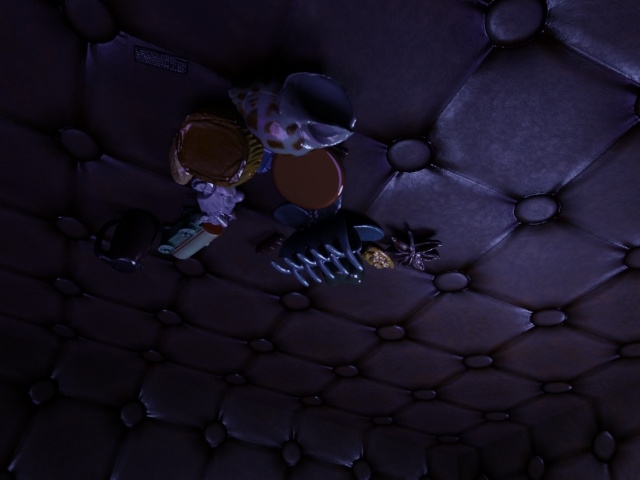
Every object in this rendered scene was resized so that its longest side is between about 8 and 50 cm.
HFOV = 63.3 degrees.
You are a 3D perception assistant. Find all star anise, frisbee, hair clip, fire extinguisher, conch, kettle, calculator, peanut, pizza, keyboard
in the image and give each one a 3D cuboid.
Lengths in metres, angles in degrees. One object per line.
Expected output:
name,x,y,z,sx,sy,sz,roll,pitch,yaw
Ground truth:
star anise,0.345,0.042,1.964,0.212,0.073,0.197,18,136,-8
frisbee,-0.042,-0.209,1.648,0.250,0.021,0.251,10,125,14
hair clip,0.000,0.000,1.848,0.318,0.239,0.392,-18,135,31
fire extinguisher,-0.186,0.013,2.046,0.157,0.045,0.078,-30,155,36
conch,-0.089,-0.366,1.459,0.367,0.197,0.250,23,102,-10
kettle,-0.735,0.000,1.968,0.202,0.232,0.144,29,135,-23
calculator,-0.242,-0.293,1.687,0.210,0.039,0.121,22,136,-15
peanut,-0.460,-0.260,1.722,0.083,0.093,0.194,-23,151,-25
pizza,0.225,0.073,2.049,0.098,0.036,0.160,-21,132,31
keyboard,-0.454,-0.513,1.481,0.154,0.010,0.053,13,139,-6

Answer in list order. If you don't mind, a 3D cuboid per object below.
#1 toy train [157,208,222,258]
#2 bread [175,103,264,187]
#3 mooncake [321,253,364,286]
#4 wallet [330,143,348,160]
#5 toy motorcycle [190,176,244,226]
toy train,-0.507,-0.017,2.017,0.177,0.116,0.285,24,138,-37
bread,-0.303,-0.282,1.567,0.253,0.142,0.228,27,118,14
mooncake,0.092,0.129,2.090,0.168,0.104,0.175,26,141,-29
wallet,-0.037,-0.295,1.646,0.230,0.042,0.124,26,138,-14
toy motorcycle,-0.353,-0.145,1.838,0.170,0.110,0.260,-9,145,0
